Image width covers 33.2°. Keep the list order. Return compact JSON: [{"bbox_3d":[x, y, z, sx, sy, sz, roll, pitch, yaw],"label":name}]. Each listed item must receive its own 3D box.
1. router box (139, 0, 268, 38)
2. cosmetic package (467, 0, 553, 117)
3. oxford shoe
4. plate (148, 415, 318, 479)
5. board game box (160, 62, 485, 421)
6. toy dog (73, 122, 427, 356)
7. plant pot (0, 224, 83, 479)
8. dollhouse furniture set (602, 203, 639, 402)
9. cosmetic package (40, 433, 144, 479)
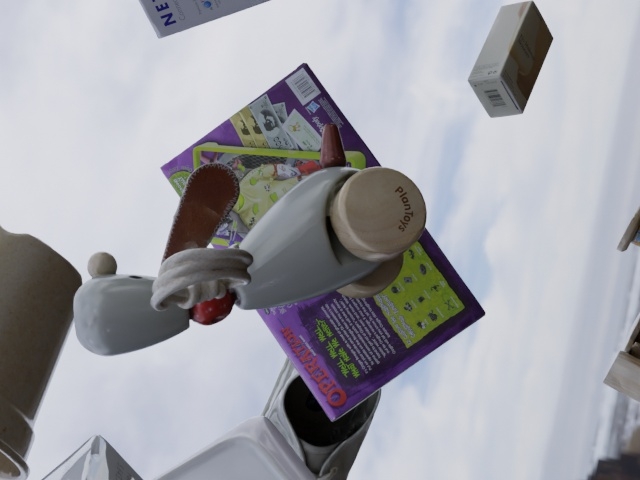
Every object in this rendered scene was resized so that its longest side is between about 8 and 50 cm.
[{"bbox_3d":[-0.111,-0.423,1.211,0.335,0.301,0.082,65,-170,-45],"label":"router box"},{"bbox_3d":[0.201,-0.190,1.124,0.060,0.041,0.115,49,-126,-36],"label":"cosmetic package"},{"bbox_3d":[-0.029,0.312,1.464,0.130,0.169,0.449,-106,33,-66],"label":"oxford shoe"},{"bbox_3d":[-0.113,0.318,1.126,0.278,0.277,0.045,-29,-49,-18],"label":"plate"},{"bbox_3d":[0.000,0.000,1.196,0.208,0.347,0.056,-34,-9,0],"label":"board game box"},{"bbox_3d":[-0.062,-0.015,0.981,0.334,0.220,0.161,-8,-111,-36],"label":"toy dog"},{"bbox_3d":[-0.517,0.148,1.607,0.334,0.334,0.305,75,-145,-56],"label":"plant pot"},{"bbox_3d":[0.416,0.052,1.144,0.161,0.212,0.242,-38,-28,-58],"label":"dollhouse furniture set"},{"bbox_3d":[-0.079,0.202,0.374,0.151,0.183,0.151,-40,13,1],"label":"cosmetic package"}]
